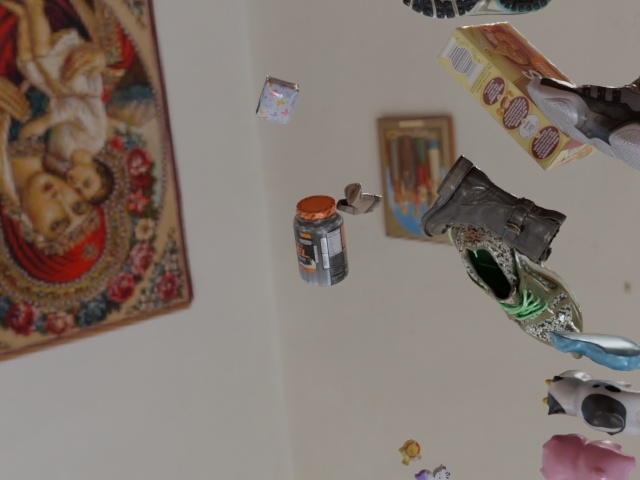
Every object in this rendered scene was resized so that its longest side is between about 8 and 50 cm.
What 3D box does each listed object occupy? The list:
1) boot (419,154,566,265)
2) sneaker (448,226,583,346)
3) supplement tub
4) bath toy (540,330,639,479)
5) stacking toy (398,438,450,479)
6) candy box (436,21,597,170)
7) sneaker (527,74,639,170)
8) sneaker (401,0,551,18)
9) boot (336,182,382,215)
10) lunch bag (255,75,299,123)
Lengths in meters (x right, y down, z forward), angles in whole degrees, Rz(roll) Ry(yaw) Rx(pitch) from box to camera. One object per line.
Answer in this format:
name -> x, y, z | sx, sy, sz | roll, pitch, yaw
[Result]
boot -> 0.308, -0.025, 1.615 | 0.229, 0.091, 0.263 | 34, 156, 9
sneaker -> 0.408, 0.109, 1.918 | 0.158, 0.410, 0.182 | -37, -166, 31
supplement tub -> 0.000, 0.000, 2.046 | 0.117, 0.190, 0.117 | -6, -152, 3
bath toy -> 0.387, 0.313, 1.331 | 0.129, 0.348, 0.151 | 4, -179, -8
stacking toy -> 0.244, 0.564, 1.958 | 0.052, 0.221, 0.167 | -17, -170, -14
candy box -> 0.393, -0.284, 1.713 | 0.183, 0.087, 0.316 | -19, -119, -42
sneaker -> 0.466, -0.223, 1.408 | 0.268, 0.153, 0.101 | 38, 176, 35
sneaker -> 0.271, -0.441, 1.606 | 0.283, 0.110, 0.122 | 7, -174, 7
boot -> 0.089, -0.087, 1.858 | 0.087, 0.042, 0.118 | 1, 159, -25
lunch bag -> -0.087, -0.279, 1.792 | 0.071, 0.083, 0.053 | 13, -153, -11
